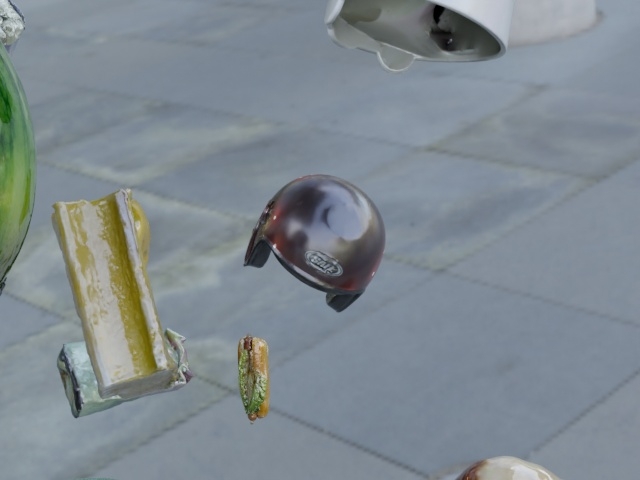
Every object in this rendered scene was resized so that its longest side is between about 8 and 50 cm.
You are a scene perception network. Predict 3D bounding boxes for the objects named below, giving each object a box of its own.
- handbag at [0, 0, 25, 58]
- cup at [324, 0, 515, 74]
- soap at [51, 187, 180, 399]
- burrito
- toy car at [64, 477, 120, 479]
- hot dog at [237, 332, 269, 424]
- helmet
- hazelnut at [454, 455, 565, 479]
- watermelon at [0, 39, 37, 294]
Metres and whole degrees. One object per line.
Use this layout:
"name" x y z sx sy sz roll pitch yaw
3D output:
"handbag" -0.514 -0.304 1.874 0.095 0.117 0.173 -15 -22 -40
"cup" 0.150 -0.339 1.481 0.219 0.258 0.289 6 -11 34
"soap" -0.299 0.088 1.838 0.143 0.281 0.259 -17 -12 -7
"burrito" -0.331 0.228 2.099 0.228 0.089 0.144 -6 48 -27
"toy car" -0.361 0.419 1.898 0.141 0.097 0.320 1 -9 -15
"hot dog" -0.097 0.197 1.740 0.056 0.133 0.041 2 9 41
"helmet" 0.000 0.000 1.807 0.189 0.193 0.216 28 18 -10
"hazelnut" 0.280 0.444 1.788 0.261 0.261 0.241 -24 -1 -32
"watermelon" -0.400 -0.069 0.998 0.363 0.363 0.363 -8 22 3
